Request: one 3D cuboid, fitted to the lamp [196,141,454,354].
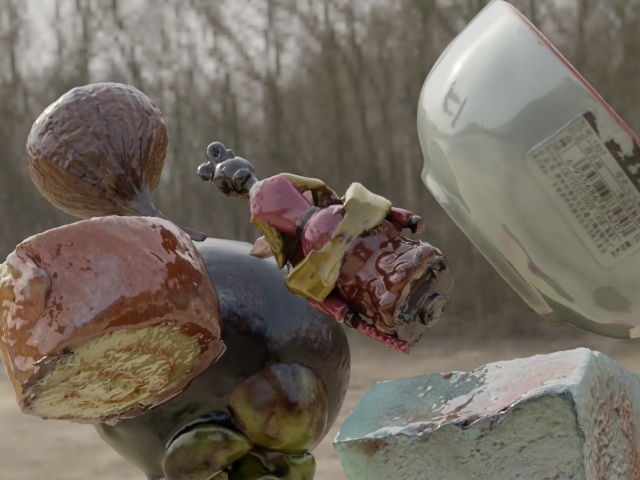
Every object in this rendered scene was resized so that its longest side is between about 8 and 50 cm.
[{"bbox_3d":[0.000,0.000,1.509,0.253,0.118,0.118,28,13,25],"label":"lamp"}]

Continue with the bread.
[{"bbox_3d":[-0.194,0.070,1.466,0.190,0.123,0.244,-35,-20,16],"label":"bread"}]

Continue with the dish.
[{"bbox_3d":[0.150,-0.031,1.082,0.117,0.256,0.256,-42,-7,8],"label":"dish"}]

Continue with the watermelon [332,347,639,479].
[{"bbox_3d":[0.201,0.178,1.355,0.289,0.320,0.214,-31,-27,-38],"label":"watermelon"}]

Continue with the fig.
[{"bbox_3d":[-0.203,-0.056,1.672,0.133,0.201,0.146,11,-52,-50],"label":"fig"}]

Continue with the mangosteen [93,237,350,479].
[{"bbox_3d":[-0.116,0.156,1.784,0.297,0.313,0.297,8,-10,1],"label":"mangosteen"}]
